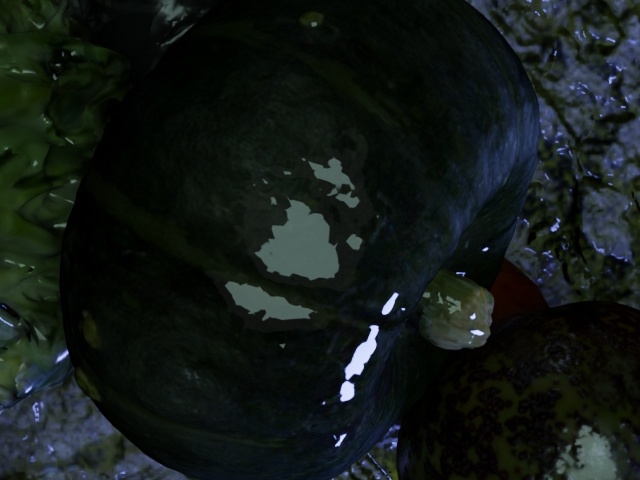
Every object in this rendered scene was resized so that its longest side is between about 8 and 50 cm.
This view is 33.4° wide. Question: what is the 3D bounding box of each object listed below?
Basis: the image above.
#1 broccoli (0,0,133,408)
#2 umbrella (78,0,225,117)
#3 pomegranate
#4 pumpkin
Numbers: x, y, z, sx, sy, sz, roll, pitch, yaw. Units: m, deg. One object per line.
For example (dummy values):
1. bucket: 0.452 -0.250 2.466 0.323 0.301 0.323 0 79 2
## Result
1. broccoli: -0.230 -0.036 0.561 0.288 0.245 0.248 45 113 -4
2. umbrella: -0.075 -0.162 0.646 0.154 0.128 0.337 -1 108 11
3. pomegranate: 0.142 0.102 0.708 0.214 0.214 0.248 -15 67 -11
4. pumpkin: 0.000 0.000 0.589 0.207 0.300 0.300 33 89 18
